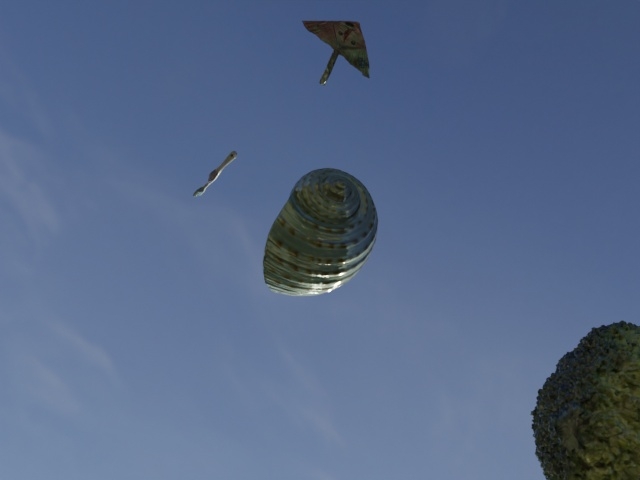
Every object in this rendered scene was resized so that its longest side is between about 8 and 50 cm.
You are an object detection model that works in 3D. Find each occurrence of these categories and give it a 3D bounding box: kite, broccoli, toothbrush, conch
[{"bbox_3d":[0.023,-0.295,1.683,0.137,0.005,0.152,40,-40,-4],"label":"kite"},{"bbox_3d":[0.334,0.207,1.257,0.176,0.226,0.198,46,-30,23],"label":"broccoli"},{"bbox_3d":[-0.136,-0.086,1.404,0.011,0.013,0.131,55,-37,3],"label":"toothbrush"},{"bbox_3d":[0.010,0.001,1.501,0.131,0.172,0.200,13,-47,17],"label":"conch"}]
